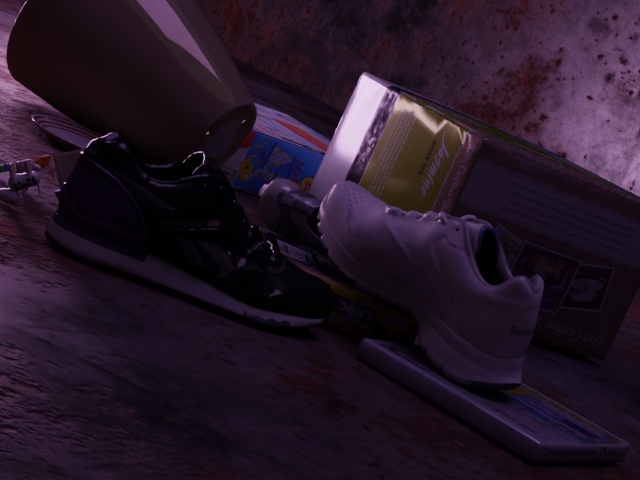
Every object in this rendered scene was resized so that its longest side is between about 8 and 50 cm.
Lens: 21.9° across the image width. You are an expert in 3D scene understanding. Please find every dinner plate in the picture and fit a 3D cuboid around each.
[{"bbox_3d":[-0.287,-0.118,2.012,0.141,0.017,0.141,23,8,-4],"label":"dinner plate"}]

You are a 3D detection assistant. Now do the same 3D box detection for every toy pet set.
[{"bbox_3d":[-0.265,-0.049,1.602,0.114,0.065,0.122,-11,5,3],"label":"toy pet set"}]

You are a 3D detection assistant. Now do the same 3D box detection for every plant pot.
[{"bbox_3d":[-0.219,-0.215,2.144,0.274,0.256,0.256,43,14,17],"label":"plant pot"}]

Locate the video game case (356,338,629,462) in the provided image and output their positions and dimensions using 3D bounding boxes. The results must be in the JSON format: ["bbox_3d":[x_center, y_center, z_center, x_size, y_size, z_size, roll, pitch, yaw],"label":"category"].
[{"bbox_3d":[0.166,0.154,1.576,0.212,0.023,0.193,29,10,34],"label":"video game case"}]

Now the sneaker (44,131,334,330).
[{"bbox_3d":[-0.097,-0.009,1.512,0.283,0.124,0.107,20,10,-24],"label":"sneaker"}]

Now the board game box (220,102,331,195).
[{"bbox_3d":[-0.098,-0.137,2.395,0.302,0.086,0.308,17,11,-38],"label":"board game box"}]

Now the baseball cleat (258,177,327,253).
[{"bbox_3d":[0.000,0.000,1.811,0.109,0.072,0.206,29,-4,27],"label":"baseball cleat"}]

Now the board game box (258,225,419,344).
[{"bbox_3d":[0.010,0.052,1.686,0.170,0.048,0.141,23,11,-10],"label":"board game box"}]

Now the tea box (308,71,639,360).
[{"bbox_3d":[0.208,-0.032,2.138,0.329,0.220,0.323,18,11,-33],"label":"tea box"}]

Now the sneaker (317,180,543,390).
[{"bbox_3d":[0.113,0.018,1.605,0.111,0.129,0.297,0,32,-46],"label":"sneaker"}]
